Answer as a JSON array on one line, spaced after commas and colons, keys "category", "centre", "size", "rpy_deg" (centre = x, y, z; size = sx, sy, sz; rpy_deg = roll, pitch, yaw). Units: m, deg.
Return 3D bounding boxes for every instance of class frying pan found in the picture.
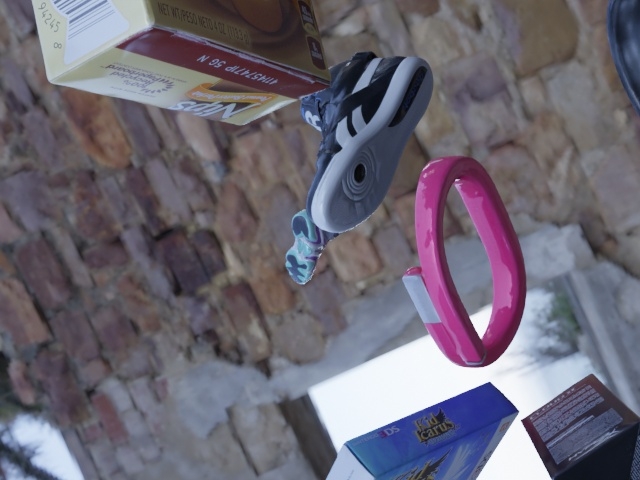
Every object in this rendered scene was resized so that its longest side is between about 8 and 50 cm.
[{"category": "frying pan", "centre": [0.311, -0.202, 0.969], "size": [0.197, 0.053, 0.326], "rpy_deg": [56, 171, 53]}]

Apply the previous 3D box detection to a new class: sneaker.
[{"category": "sneaker", "centre": [0.000, 0.000, 1.172], "size": [0.038, 0.069, 0.098], "rpy_deg": [40, 138, 27]}, {"category": "sneaker", "centre": [0.017, -0.099, 1.081], "size": [0.217, 0.121, 0.079], "rpy_deg": [-57, -41, -28]}]

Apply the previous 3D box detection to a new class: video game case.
[{"category": "video game case", "centre": [0.097, 0.309, 1.330], "size": [0.269, 0.244, 0.061], "rpy_deg": [-13, -133, -42]}]

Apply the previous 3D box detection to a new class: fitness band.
[{"category": "fitness band", "centre": [0.187, 0.029, 1.360], "size": [0.209, 0.054, 0.291], "rpy_deg": [-60, -45, -37]}]

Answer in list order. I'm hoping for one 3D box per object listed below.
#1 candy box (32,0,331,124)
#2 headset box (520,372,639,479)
[{"category": "candy box", "centre": [-0.107, -0.242, 0.679], "size": [0.183, 0.087, 0.316], "rpy_deg": [5, -111, -59]}, {"category": "headset box", "centre": [0.332, 0.278, 1.174], "size": [0.218, 0.110, 0.293], "rpy_deg": [56, -175, -1]}]
